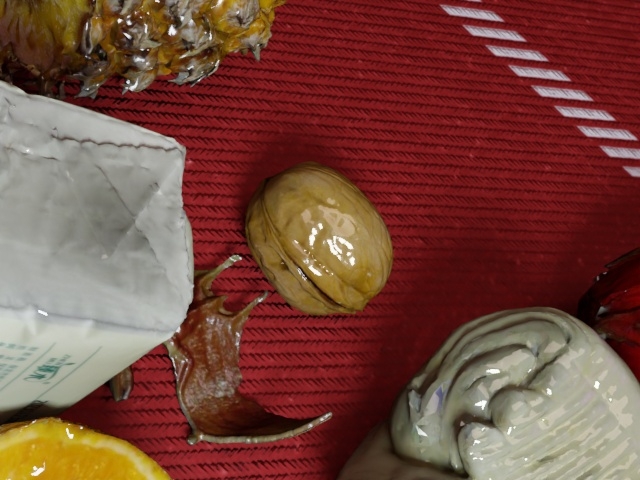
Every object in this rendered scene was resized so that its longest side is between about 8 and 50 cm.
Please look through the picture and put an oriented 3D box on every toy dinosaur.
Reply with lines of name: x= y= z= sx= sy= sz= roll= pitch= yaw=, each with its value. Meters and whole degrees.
toy dinosaur: x=-0.136 y=0.060 z=1.241 sx=0.207 sy=0.113 sz=0.327 roll=-2 pitch=64 yaw=-27

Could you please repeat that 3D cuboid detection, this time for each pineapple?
pineapple: x=-0.196 y=-0.315 z=1.292 sx=0.300 sy=0.352 sz=0.352 roll=-8 pitch=68 yaw=-40

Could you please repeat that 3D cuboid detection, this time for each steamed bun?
steamed bun: x=0.174 y=0.266 z=1.213 sx=0.339 sy=0.247 sz=0.352 roll=-35 pitch=101 yaw=-19

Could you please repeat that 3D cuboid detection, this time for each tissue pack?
tissue pack: x=-0.314 y=0.038 z=0.973 sx=0.297 sy=0.380 sz=0.207 roll=15 pitch=57 yaw=-36

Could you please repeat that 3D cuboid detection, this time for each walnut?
walnut: x=0.000 y=0.000 z=1.322 sx=0.144 sy=0.144 sz=0.180 roll=-31 pitch=90 yaw=-35

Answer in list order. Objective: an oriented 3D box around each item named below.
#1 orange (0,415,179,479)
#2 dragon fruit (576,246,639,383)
orange: x=-0.226 y=0.311 z=0.974 sx=0.274 sy=0.274 sz=0.310 roll=-13 pitch=71 yaw=-31
dragon fruit: x=0.429 y=0.140 z=1.381 sx=0.302 sy=0.295 sz=0.295 roll=8 pitch=59 yaw=-1
